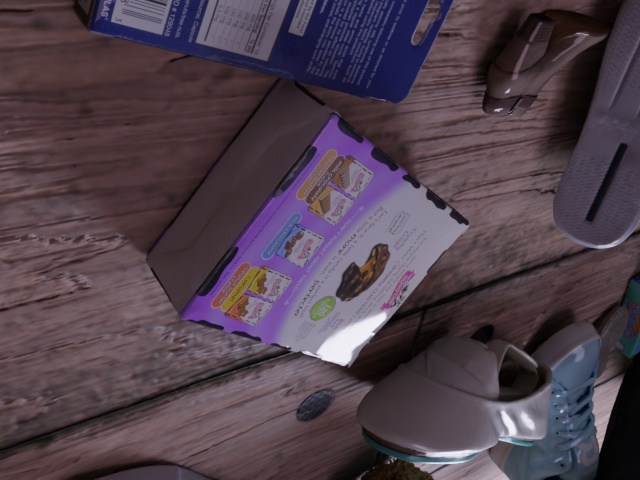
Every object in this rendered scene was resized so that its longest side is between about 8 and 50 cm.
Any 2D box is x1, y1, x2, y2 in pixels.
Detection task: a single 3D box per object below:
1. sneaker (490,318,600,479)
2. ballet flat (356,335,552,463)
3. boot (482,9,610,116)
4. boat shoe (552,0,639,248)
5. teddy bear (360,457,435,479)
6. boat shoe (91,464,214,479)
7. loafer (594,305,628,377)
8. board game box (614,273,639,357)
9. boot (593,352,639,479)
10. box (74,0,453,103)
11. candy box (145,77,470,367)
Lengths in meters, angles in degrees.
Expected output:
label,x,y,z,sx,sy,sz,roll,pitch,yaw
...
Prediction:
label,x,y,z,sx,sy,sz,roll,pitch,yaw
sneaker,0.379,0.278,0.961,0.135,0.150,0.365,-23,136,-24
ballet flat,0.179,0.176,0.751,0.400,0.139,0.139,19,111,-51
boot,0.186,-0.147,0.533,0.119,0.042,0.086,-9,135,-32
boat shoe,0.315,-0.150,0.590,0.119,0.121,0.335,-44,158,-49
teddy bear,0.035,0.435,0.809,0.245,0.113,0.337,-33,145,-60
boat shoe,-0.125,0.291,0.607,0.109,0.094,0.302,-51,139,8
loafer,0.444,0.158,1.001,0.045,0.039,0.125,26,89,-26
board game box,0.583,0.085,1.040,0.210,0.047,0.160,-27,136,-19
boot,0.512,0.406,1.104,0.445,0.146,0.366,-47,164,-46
box,-0.009,-0.161,0.359,0.225,0.036,0.136,4,122,-39
candy box,0.000,0.000,0.479,0.164,0.070,0.196,-51,138,9
